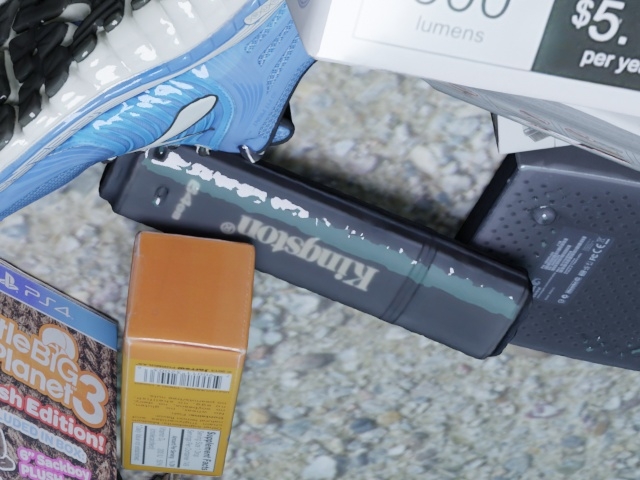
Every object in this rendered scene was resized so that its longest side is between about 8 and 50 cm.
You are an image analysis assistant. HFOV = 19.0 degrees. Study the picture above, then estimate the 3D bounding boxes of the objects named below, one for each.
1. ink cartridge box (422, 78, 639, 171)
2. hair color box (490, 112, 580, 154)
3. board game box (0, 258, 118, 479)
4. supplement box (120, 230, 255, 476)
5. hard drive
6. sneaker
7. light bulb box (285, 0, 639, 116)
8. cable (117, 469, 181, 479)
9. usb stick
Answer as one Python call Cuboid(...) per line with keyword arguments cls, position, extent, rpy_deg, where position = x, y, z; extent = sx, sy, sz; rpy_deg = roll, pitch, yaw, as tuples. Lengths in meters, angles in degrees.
Cuboid(cls="ink cartridge box", position=(0.123, -0.087, 0.979), extent=(0.189, 0.066, 0.232), rpy_deg=(24, -174, 17))
Cuboid(cls="hair color box", position=(0.181, -0.109, 1.116), extent=(0.167, 0.053, 0.093), rpy_deg=(-8, 138, 1))
Cuboid(cls="board game box", position=(-0.257, 0.189, 1.225), extent=(0.141, 0.291, 0.232), rpy_deg=(32, 126, -34))
Cuboid(cls="supplement box", position=(-0.090, 0.079, 1.232), extent=(0.080, 0.078, 0.233), rpy_deg=(7, 154, -6))
Cuboid(cls="hard drive", position=(0.211, 0.013, 1.256), extent=(0.254, 0.054, 0.172), rpy_deg=(12, 136, -17))
Cuboid(cls="sneaker", position=(-0.089, -0.082, 1.062), extent=(0.330, 0.130, 0.147), rpy_deg=(-30, 131, 25))
Cuboid(cls="light bulb box", position=(0.185, -0.245, 0.753), extent=(0.357, 0.225, 0.361), rpy_deg=(8, 116, -15))
Cuboid(cls="cable", position=(-0.172, 0.257, 1.478), extent=(0.139, 0.072, 0.287), rpy_deg=(18, 134, -17))
Cuboid(cls="usb stick", position=(0.000, 0.000, 1.185), extent=(0.278, 0.045, 0.077), rpy_deg=(23, 134, -11))
